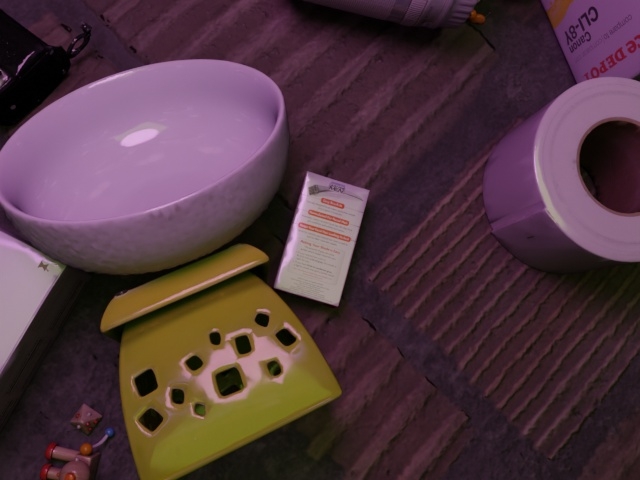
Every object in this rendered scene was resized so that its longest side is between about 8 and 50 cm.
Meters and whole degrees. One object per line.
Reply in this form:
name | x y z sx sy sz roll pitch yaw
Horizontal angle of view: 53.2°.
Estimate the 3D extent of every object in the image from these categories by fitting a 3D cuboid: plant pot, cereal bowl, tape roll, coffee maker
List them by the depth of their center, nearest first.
plant pot | -0.124 0.140 0.759 0.227 0.228 0.207 -23 80 -11
cereal bowl | -0.196 -0.078 0.770 0.338 0.141 0.339 -7 41 6
coffee maker | -0.431 -0.266 0.837 0.178 0.120 0.171 41 55 -2
tape roll | 0.372 -0.081 0.887 0.246 0.169 0.246 1 81 -9

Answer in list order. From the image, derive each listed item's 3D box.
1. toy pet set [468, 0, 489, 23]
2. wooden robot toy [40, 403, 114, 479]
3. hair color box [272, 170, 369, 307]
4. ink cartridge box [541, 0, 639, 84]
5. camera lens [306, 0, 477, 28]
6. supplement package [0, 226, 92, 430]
toy pet set | 0.264 -0.399 0.971 0.114 0.065 0.122 5 81 -7
wooden robot toy | -0.308 0.291 0.778 0.076 0.079 0.173 11 80 -7
hair color box | 0.000 0.000 0.880 0.093 0.053 0.167 17 81 -4
ink cartridge box | 0.431 -0.421 0.889 0.160 0.279 0.385 -21 85 -10
camera lens | 0.083 -0.419 0.869 0.274 0.219 0.219 12 80 -7
supplement package | -0.440 0.102 0.754 0.204 0.145 0.262 28 78 -4
